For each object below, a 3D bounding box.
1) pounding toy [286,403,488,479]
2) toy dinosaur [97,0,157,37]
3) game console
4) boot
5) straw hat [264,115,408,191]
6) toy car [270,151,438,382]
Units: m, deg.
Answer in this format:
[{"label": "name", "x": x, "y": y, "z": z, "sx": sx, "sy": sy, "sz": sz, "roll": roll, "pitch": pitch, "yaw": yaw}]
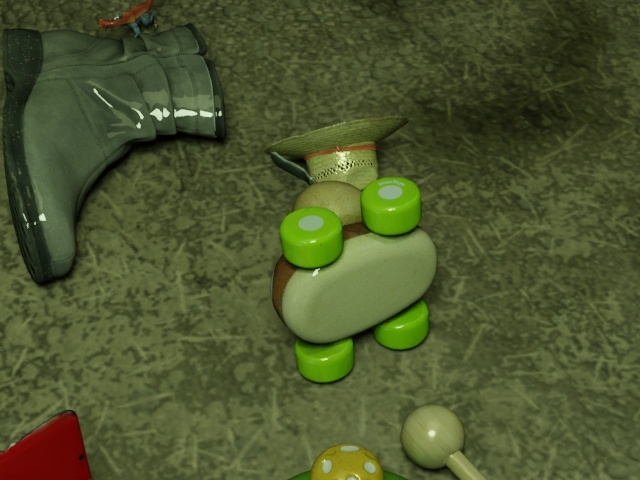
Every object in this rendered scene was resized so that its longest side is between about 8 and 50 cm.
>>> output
[{"label": "pounding toy", "x": 0.043, "y": 0.209, "z": 1.008, "sx": 0.236, "sy": 0.110, "sz": 0.183, "roll": -25, "pitch": 50, "yaw": -22}, {"label": "toy dinosaur", "x": -0.213, "y": -0.249, "z": 1.494, "sx": 0.047, "sy": 0.090, "sz": 0.082, "roll": 24, "pitch": 5, "yaw": 10}, {"label": "game console", "x": -0.246, "y": 0.185, "z": 1.012, "sx": 0.124, "sy": 0.144, "sz": 0.085, "roll": 12, "pitch": 46, "yaw": 13}, {"label": "boot", "x": -0.195, "y": -0.108, "z": 1.329, "sx": 0.222, "sy": 0.118, "sz": 0.338, "roll": -4, "pitch": 49, "yaw": -10}, {"label": "straw hat", "x": 0.022, "y": -0.073, "z": 1.317, "sx": 0.144, "sy": 0.144, "sz": 0.061, "roll": -11, "pitch": 84, "yaw": -10}, {"label": "toy car", "x": 0.000, "y": 0.000, "z": 1.196, "sx": 0.148, "sy": 0.155, "sz": 0.188, "roll": -21, "pitch": 39, "yaw": -19}]
